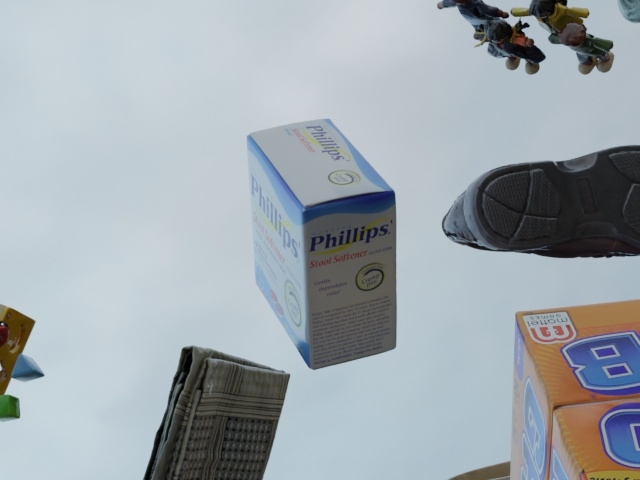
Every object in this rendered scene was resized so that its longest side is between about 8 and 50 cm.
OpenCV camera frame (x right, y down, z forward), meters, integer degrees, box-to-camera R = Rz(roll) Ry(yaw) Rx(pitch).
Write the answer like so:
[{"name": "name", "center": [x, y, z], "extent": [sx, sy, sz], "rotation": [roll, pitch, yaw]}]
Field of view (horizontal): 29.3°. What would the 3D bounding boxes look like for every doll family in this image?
[{"name": "doll family", "center": [0.204, -0.218, 1.236], "extent": [0.111, 0.193, 0.076], "rotation": [19, -105, -58]}]

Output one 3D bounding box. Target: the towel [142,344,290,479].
[{"name": "towel", "center": [-0.164, 0.340, 1.978], "extent": [0.324, 0.056, 0.312], "rotation": [25, -99, -59]}]

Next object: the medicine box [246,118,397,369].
[{"name": "medicine box", "center": [0.000, 0.000, 1.883], "extent": [0.149, 0.263, 0.289], "rotation": [-13, -57, -16]}]

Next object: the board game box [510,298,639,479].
[{"name": "board game box", "center": [0.428, 0.304, 1.384], "extent": [0.356, 0.356, 0.357], "rotation": [-6, -58, -3]}]

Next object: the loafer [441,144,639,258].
[{"name": "loafer", "center": [0.261, -0.032, 1.202], "extent": [0.302, 0.109, 0.095], "rotation": [-2, -10, -23]}]

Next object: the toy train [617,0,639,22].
[{"name": "toy train", "center": [0.418, -0.339, 1.395], "extent": [0.142, 0.334, 0.190], "rotation": [-3, -54, -16]}]

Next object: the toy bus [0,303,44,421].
[{"name": "toy bus", "center": [-0.432, 0.164, 1.509], "extent": [0.202, 0.191, 0.104], "rotation": [-27, -24, 7]}]

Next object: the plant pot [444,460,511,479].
[{"name": "plant pot", "center": [0.367, 0.523, 2.105], "extent": [0.256, 0.274, 0.256], "rotation": [-13, -6, -1]}]
